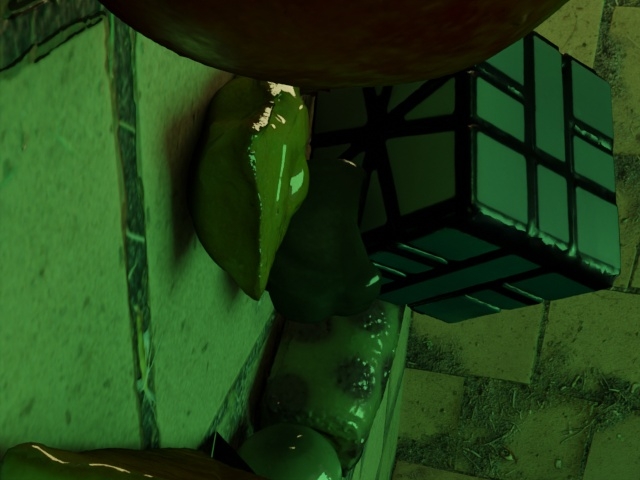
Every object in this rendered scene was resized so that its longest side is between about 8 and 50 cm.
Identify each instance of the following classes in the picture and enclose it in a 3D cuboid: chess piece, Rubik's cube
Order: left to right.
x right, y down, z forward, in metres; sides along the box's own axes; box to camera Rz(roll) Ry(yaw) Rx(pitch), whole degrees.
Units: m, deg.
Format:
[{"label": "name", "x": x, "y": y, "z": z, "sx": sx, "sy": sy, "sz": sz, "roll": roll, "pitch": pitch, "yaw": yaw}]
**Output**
[{"label": "chess piece", "x": -0.035, "y": 0.374, "z": 1.049, "sx": 0.182, "sy": 0.182, "sz": 0.331, "roll": -59, "pitch": 151, "yaw": -62}, {"label": "Rubik's cube", "x": 0.171, "y": -0.080, "z": 1.069, "sx": 0.283, "sy": 0.288, "sz": 0.294, "roll": 19, "pitch": 66, "yaw": -37}]

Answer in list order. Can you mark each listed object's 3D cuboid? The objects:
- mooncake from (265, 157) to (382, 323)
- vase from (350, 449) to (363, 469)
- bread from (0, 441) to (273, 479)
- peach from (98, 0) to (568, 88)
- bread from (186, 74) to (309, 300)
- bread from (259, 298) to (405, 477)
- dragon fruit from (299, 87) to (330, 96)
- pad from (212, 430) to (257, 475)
[{"label": "mooncake", "x": 0.000, "y": 0.000, "z": 0.916, "sx": 0.175, "sy": 0.168, "sz": 0.104, "roll": -59, "pitch": 162, "yaw": -24}, {"label": "vase", "x": -0.008, "y": 0.334, "z": 1.303, "sx": 0.120, "sy": 0.120, "sz": 0.183, "roll": -48, "pitch": 159, "yaw": -70}, {"label": "bread", "x": -0.151, "y": 0.269, "z": 0.649, "sx": 0.361, "sy": 0.244, "sz": 0.234, "roll": 165, "pitch": -60, "yaw": -67}, {"label": "peach", "x": 0.006, "y": -0.244, "z": 0.379, "sx": 0.370, "sy": 0.369, "sz": 0.370, "roll": 9, "pitch": 90, "yaw": -79}, {"label": "bread", "x": -0.059, "y": -0.068, "z": 0.772, "sx": 0.233, "sy": 0.088, "sz": 0.161, "roll": -67, "pitch": 167, "yaw": -60}, {"label": "bread", "x": 0.028, "y": 0.133, "z": 1.183, "sx": 0.187, "sy": 0.155, "sz": 0.338, "roll": 91, "pitch": 12, "yaw": -54}, {"label": "dragon fruit", "x": 0.018, "y": -0.228, "z": 0.972, "sx": 0.153, "sy": 0.110, "sz": 0.153, "roll": 12, "pitch": 90, "yaw": -81}, {"label": "pad", "x": -0.091, "y": 0.269, "z": 0.838, "sx": 0.190, "sy": 0.004, "sz": 0.127, "roll": -176, "pitch": -84, "yaw": -71}]
